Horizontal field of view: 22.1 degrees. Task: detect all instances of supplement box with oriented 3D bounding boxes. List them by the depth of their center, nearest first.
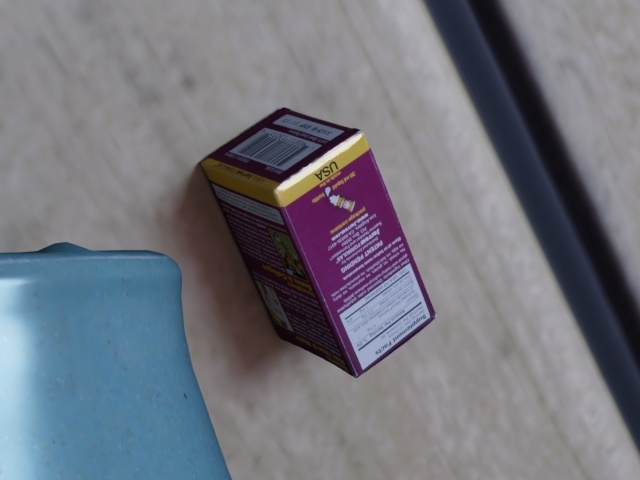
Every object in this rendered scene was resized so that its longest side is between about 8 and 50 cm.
[{"bbox_3d":[0.000,0.000,0.598,0.043,0.055,0.083,-35,120,-22],"label":"supplement box"}]

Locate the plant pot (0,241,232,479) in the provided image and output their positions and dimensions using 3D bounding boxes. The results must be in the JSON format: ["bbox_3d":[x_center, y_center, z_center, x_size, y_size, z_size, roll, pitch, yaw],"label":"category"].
[{"bbox_3d":[-0.125,0.130,0.437,0.271,0.271,0.255,-2,89,-34],"label":"plant pot"}]
